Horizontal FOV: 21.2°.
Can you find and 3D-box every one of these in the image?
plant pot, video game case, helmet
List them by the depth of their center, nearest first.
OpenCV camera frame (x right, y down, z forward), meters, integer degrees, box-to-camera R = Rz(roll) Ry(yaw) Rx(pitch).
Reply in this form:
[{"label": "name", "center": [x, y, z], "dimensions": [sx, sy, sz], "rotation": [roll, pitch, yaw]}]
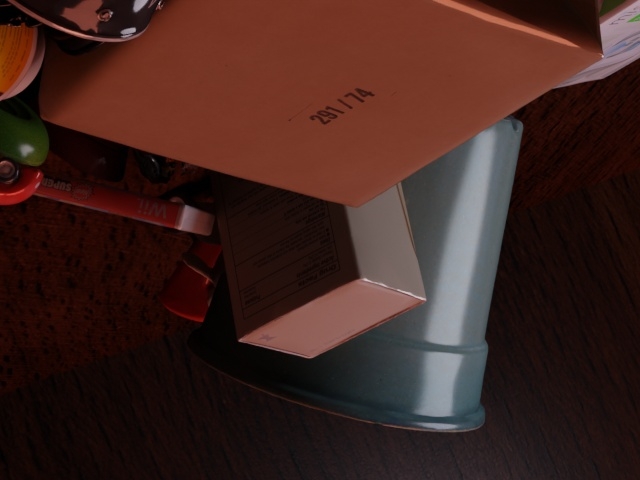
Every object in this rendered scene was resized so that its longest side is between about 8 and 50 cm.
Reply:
[{"label": "helmet", "center": [-0.169, -0.195, 1.071], "dimensions": [0.169, 0.169, 0.161], "rotation": [-11, 175, -45]}, {"label": "video game case", "center": [-0.249, -0.051, 1.584], "dimensions": [0.285, 0.025, 0.204], "rotation": [13, 179, 4]}, {"label": "plant pot", "center": [0.057, -0.004, 1.873], "dimensions": [0.341, 0.334, 0.341], "rotation": [14, -173, -2]}]

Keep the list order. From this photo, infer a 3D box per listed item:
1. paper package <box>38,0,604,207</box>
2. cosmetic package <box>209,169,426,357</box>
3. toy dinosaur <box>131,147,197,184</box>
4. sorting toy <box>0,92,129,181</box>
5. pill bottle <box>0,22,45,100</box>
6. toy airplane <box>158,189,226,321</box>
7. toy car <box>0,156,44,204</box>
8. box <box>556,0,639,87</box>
[{"label": "paper package", "center": [-0.004, -0.177, 1.259], "dimensions": [0.309, 0.168, 0.325], "rotation": [14, 154, -31]}, {"label": "cosmetic package", "center": [-0.015, -0.060, 1.679], "dimensions": [0.160, 0.309, 0.113], "rotation": [-27, 152, 33]}, {"label": "toy dinosaur", "center": [-0.058, -0.166, 1.514], "dimensions": [0.218, 0.164, 0.322], "rotation": [-6, 164, -35]}, {"label": "sorting toy", "center": [-0.249, -0.145, 1.480], "dimensions": [0.126, 0.127, 0.365], "rotation": [-54, 160, 10]}, {"label": "pill bottle", "center": [-0.278, -0.156, 1.213], "dimensions": [0.117, 0.117, 0.215], "rotation": [-24, 170, 13]}, {"label": "toy airplane", "center": [0.000, 0.000, 2.168], "dimensions": [0.386, 0.272, 0.384], "rotation": [-15, 164, -16]}, {"label": "toy car", "center": [-0.377, -0.066, 1.400], "dimensions": [0.225, 0.053, 0.239], "rotation": [7, 173, 44]}, {"label": "box", "center": [0.294, -0.265, 1.814], "dimensions": [0.231, 0.126, 0.262], "rotation": [-15, 170, -42]}]
